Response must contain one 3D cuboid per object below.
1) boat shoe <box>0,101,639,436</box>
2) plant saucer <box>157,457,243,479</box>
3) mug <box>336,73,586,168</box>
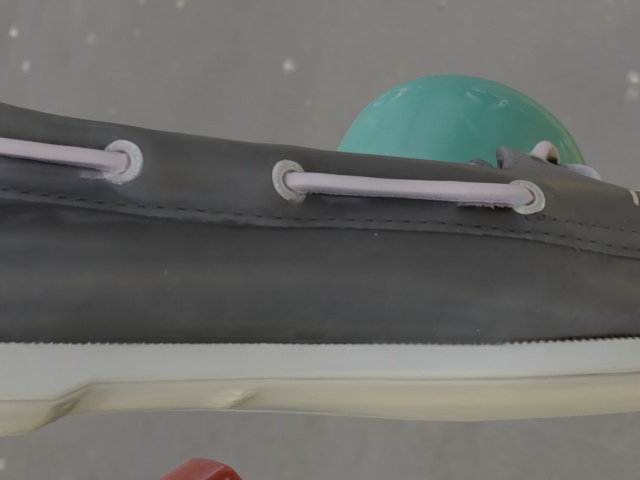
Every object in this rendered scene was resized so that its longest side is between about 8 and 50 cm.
[{"bbox_3d":[0.000,0.000,0.460,0.112,0.335,0.095,148,120,-64],"label":"boat shoe"},{"bbox_3d":[-0.072,0.300,1.342,0.258,0.259,0.048,49,120,9],"label":"plant saucer"},{"bbox_3d":[0.068,-0.007,0.837,0.157,0.129,0.097,80,-155,-45],"label":"mug"}]
